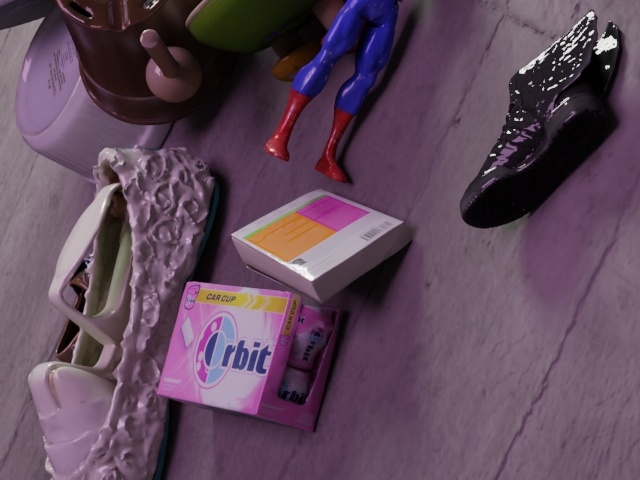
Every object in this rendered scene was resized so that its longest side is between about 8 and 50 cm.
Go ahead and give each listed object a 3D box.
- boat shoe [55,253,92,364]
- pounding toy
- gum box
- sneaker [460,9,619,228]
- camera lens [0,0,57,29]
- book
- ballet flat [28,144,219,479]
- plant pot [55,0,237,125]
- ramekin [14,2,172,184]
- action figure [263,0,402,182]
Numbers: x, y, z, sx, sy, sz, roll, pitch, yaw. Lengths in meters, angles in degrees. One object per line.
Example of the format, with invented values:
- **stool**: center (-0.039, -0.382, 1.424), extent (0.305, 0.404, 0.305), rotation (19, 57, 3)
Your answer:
- **boat shoe**: center (-0.215, 0.044, 1.926), extent (0.066, 0.066, 0.183), rotation (3, 76, 57)
- **pounding toy**: center (-0.039, -0.187, 1.734), extent (0.237, 0.110, 0.183), rotation (-34, -2, -7)
- **gum box**: center (-0.061, 0.099, 1.662), extent (0.188, 0.062, 0.107), rotation (4, 77, 57)
- **sneaker**: center (0.163, -0.089, 1.441), extent (0.170, 0.051, 0.089), rotation (-43, 40, 29)
- **camera lens**: center (-0.340, -0.383, 2.056), extent (0.219, 0.219, 0.274), rotation (-19, 92, 52)
- **book**: center (0.000, 0.000, 1.612), extent (0.096, 0.035, 0.144), rotation (-33, 26, -17)
- **ballet flat**: center (-0.208, 0.098, 1.824), extent (0.147, 0.147, 0.409), rotation (-7, 67, 55)
- **plant pot**: center (-0.176, -0.222, 1.858), extent (0.167, 0.165, 0.167), rotation (-4, 67, 9)
- **ramekin**: center (-0.240, -0.169, 2.044), extent (0.207, 0.109, 0.207), rotation (-34, 46, 44)
- **action figure**: center (0.055, -0.183, 1.619), extent (0.280, 0.091, 0.139), rotation (-68, 25, 6)
